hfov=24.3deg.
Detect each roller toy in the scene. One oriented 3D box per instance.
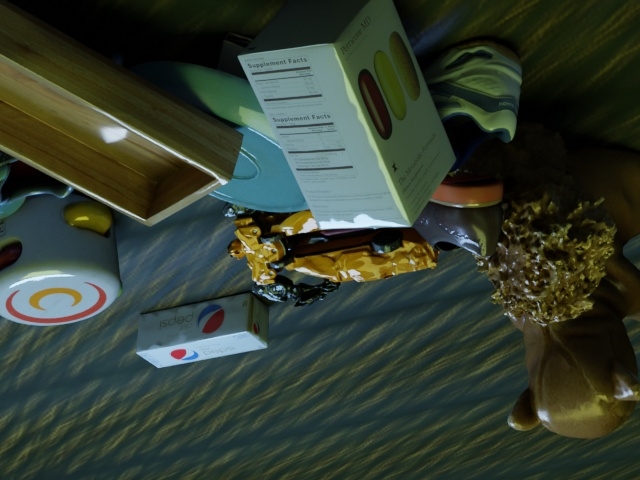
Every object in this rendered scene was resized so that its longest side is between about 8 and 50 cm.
[{"bbox_3d":[-0.388,0.021,2.136,0.191,0.146,0.209,-7,153,-6],"label":"roller toy"}]

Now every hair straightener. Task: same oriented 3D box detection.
[{"bbox_3d":[0.000,0.000,2.168,0.230,0.047,0.089,-13,149,16],"label":"hair straightener"}]

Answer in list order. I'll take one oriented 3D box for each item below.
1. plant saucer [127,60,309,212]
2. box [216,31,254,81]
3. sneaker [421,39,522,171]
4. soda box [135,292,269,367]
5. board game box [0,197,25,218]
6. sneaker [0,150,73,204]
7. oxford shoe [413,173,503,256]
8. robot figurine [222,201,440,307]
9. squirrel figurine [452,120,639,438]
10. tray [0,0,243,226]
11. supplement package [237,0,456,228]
[{"bbox_3d":[-0.116,-0.117,1.870,0.317,0.044,0.318,18,159,7],"label":"plant saucer"},{"bbox_3d":[-0.057,-0.171,1.861,0.164,0.021,0.201,18,150,-4],"label":"box"},{"bbox_3d":[0.118,-0.137,1.832,0.111,0.131,0.296,23,146,-36],"label":"sneaker"},{"bbox_3d":[-0.192,0.147,2.427,0.216,0.074,0.069,-12,148,25],"label":"soda box"},{"bbox_3d":[-0.484,-0.097,2.038,0.133,0.033,0.169,-22,127,23],"label":"board game box"},{"bbox_3d":[-0.429,-0.106,1.917,0.261,0.125,0.104,0,133,0],"label":"sneaker"},{"bbox_3d":[0.132,-0.035,1.850,0.096,0.098,0.271,-9,-169,-23],"label":"oxford shoe"},{"bbox_3d":[0.010,-0.013,2.068,0.291,0.085,0.211,-8,120,19],"label":"robot figurine"},{"bbox_3d":[0.299,0.057,1.920,0.281,0.371,0.397,-13,148,26],"label":"squirrel figurine"},{"bbox_3d":[-0.316,-0.161,1.738,0.410,0.076,0.203,28,150,-26],"label":"tray"},{"bbox_3d":[0.034,-0.149,1.691,0.133,0.139,0.244,-2,128,36],"label":"supplement package"}]
